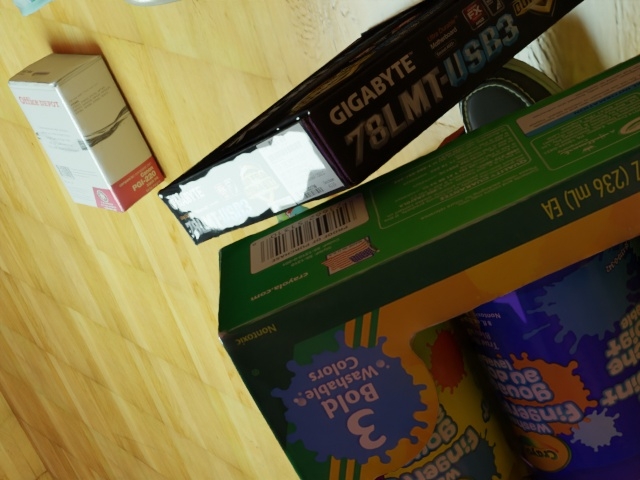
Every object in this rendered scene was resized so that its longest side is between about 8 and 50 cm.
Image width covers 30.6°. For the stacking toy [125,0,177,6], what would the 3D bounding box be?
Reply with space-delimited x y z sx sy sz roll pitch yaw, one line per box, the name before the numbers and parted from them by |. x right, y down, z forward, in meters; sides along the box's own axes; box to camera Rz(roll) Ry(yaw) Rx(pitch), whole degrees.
stacking toy | -0.187 -0.409 1.159 0.141 0.141 0.330 16 133 46

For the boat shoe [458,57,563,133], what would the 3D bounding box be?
boat shoe | 0.209 -0.032 1.051 0.102 0.092 0.285 -18 116 30

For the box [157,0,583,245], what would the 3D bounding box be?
box | 0.033 -0.122 1.007 0.073 0.295 0.293 56 152 -12

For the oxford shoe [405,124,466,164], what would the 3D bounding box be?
oxford shoe | 0.116 -0.033 1.213 0.098 0.097 0.271 47 152 -7

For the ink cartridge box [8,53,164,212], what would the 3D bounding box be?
ink cartridge box | -0.345 -0.161 1.716 0.158 0.092 0.218 12 136 49

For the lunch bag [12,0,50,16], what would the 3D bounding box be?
lunch bag | -0.324 -0.391 1.343 0.262 0.160 0.223 -8 119 51

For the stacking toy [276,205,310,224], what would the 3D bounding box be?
stacking toy | 0.000 0.000 1.404 0.221 0.052 0.167 42 177 26

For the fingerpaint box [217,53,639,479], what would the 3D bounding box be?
fingerpaint box | 0.201 0.095 0.874 0.163 0.444 0.371 -99 -16 -66
